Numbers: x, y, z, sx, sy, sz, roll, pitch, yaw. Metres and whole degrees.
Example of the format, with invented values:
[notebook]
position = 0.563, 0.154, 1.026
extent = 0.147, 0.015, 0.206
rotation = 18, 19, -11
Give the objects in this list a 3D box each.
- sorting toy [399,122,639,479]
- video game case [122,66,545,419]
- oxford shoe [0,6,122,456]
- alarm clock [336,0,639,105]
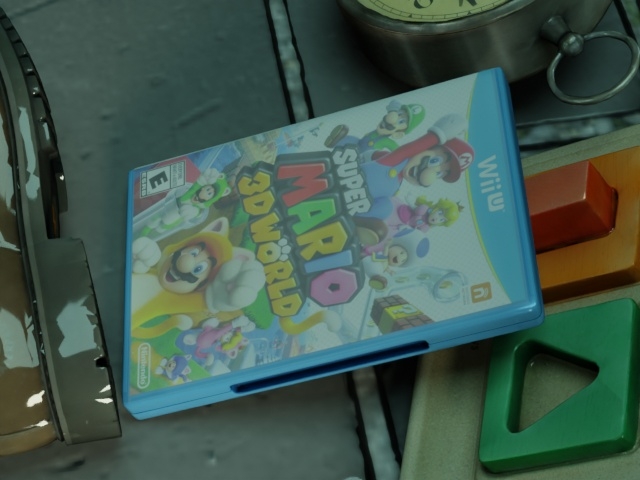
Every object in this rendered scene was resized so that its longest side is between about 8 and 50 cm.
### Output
[sorting toy]
position = 0.122, 0.013, 0.608
extent = 0.196, 0.047, 0.347
rotation = -13, 47, 30
[video game case]
position = 0.000, 0.000, 0.646
extent = 0.166, 0.015, 0.119
rotation = -14, 52, 15
[oxford shoe]
position = -0.147, -0.016, 0.650
extent = 0.096, 0.083, 0.227
rotation = -13, 54, -6
[alarm clock]
position = 0.078, -0.115, 0.721
extent = 0.129, 0.064, 0.192
rotation = -34, 46, -3
